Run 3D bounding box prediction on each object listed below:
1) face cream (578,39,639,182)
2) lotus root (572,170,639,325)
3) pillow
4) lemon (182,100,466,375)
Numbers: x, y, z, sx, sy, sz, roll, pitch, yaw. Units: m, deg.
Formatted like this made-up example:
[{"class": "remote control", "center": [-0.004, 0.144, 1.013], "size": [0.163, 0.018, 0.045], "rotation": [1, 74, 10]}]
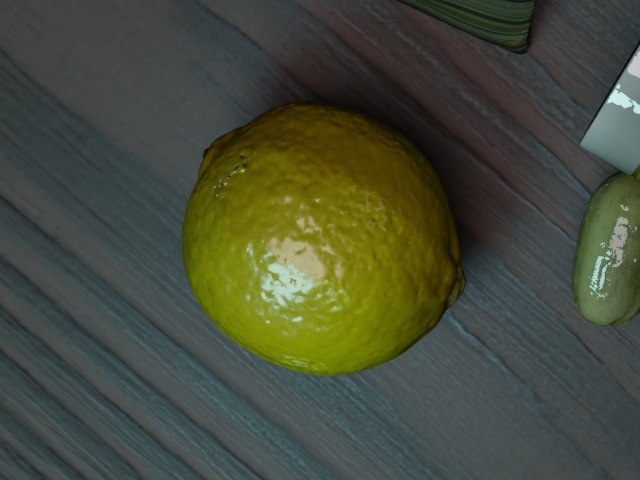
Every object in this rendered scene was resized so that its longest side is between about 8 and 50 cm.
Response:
[{"class": "face cream", "center": [0.372, -0.136, 1.647], "size": [0.179, 0.218, 0.218], "rotation": [31, 110, 5]}, {"class": "lotus root", "center": [0.303, -0.002, 1.771], "size": [0.077, 0.090, 0.183], "rotation": [24, 109, 38]}, {"class": "pillow", "center": [0.113, -0.262, 1.706], "size": [0.208, 0.212, 0.052], "rotation": [26, 78, 8]}, {"class": "lemon", "center": [-0.001, -0.001, 1.762], "size": [0.293, 0.293, 0.293], "rotation": [4, 105, 15]}]
